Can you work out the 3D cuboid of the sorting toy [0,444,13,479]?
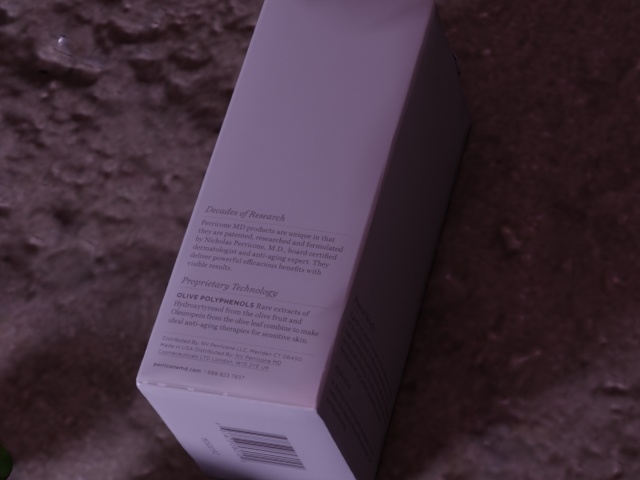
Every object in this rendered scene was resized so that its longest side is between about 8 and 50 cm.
[{"bbox_3d":[-0.315,0.226,1.535,0.365,0.127,0.126,29,102,29],"label":"sorting toy"}]

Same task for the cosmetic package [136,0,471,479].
[{"bbox_3d":[0.000,0.000,1.504,0.155,0.197,0.365,7,62,19],"label":"cosmetic package"}]
